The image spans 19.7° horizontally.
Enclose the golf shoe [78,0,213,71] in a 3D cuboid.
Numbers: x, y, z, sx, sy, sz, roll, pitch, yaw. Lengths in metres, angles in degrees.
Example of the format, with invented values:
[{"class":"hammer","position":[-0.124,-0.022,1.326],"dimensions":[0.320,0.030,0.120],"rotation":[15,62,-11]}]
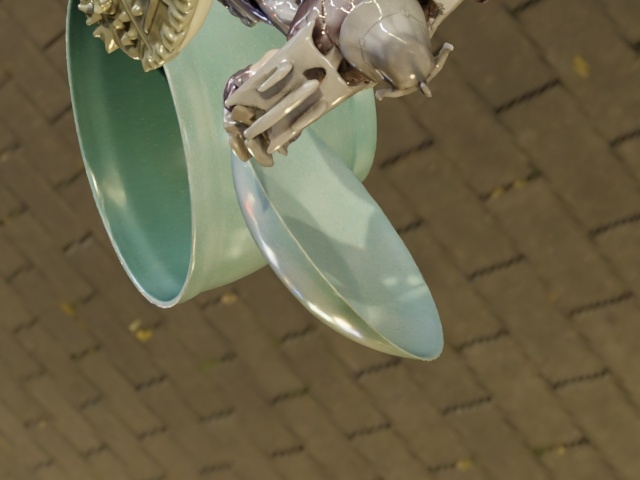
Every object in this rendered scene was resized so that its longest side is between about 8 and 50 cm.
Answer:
[{"class":"golf shoe","position":[-0.029,-0.136,0.559],"dimensions":[0.069,0.086,0.176],"rotation":[35,128,32]}]

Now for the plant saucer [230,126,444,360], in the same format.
[{"class":"plant saucer","position":[0.000,0.000,1.098],"dimensions":[0.037,0.195,0.195],"rotation":[-37,100,16]}]

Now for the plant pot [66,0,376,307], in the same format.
[{"class":"plant pot","position":[-0.074,-0.109,1.551],"dimensions":[0.293,0.196,0.293],"rotation":[47,145,49]}]

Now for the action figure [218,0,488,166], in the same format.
[{"class":"action figure","position":[0.012,-0.128,0.973],"dimensions":[0.099,0.185,0.285],"rotation":[61,177,-28]}]
